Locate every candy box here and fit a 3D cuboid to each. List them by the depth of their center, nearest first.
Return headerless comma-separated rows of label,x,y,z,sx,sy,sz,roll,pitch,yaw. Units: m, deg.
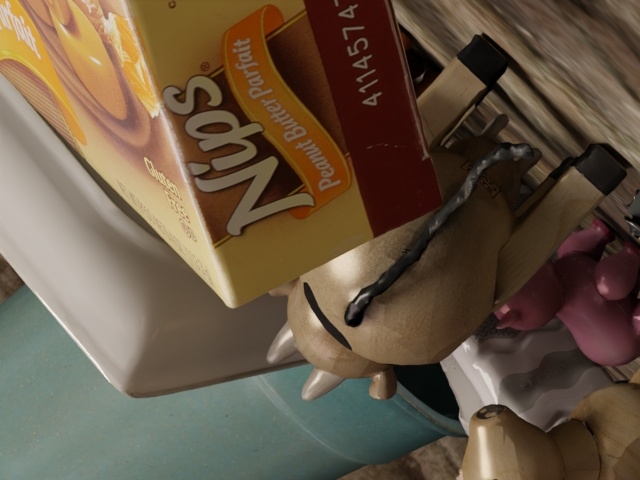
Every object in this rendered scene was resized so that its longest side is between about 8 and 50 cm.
candy box,-0.084,-0.127,0.710,0.316,0.087,0.183,43,154,55

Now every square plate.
square plate,-0.100,-0.067,1.134,0.347,0.049,0.344,49,-155,19

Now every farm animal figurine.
farm animal figurine,0.062,0.026,0.945,0.330,0.172,0.327,42,179,19

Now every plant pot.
plant pot,-0.091,0.089,1.623,0.341,0.334,0.341,48,-159,-25

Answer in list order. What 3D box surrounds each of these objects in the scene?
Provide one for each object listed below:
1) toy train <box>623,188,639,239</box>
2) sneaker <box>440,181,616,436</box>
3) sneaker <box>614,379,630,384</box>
toy train,0.160,0.011,0.725,0.036,0.027,0.158,30,-175,-29
sneaker,0.105,0.082,1.133,0.115,0.105,0.281,112,144,-52
sneaker,0.306,0.206,1.066,0.447,0.169,0.257,42,165,19
